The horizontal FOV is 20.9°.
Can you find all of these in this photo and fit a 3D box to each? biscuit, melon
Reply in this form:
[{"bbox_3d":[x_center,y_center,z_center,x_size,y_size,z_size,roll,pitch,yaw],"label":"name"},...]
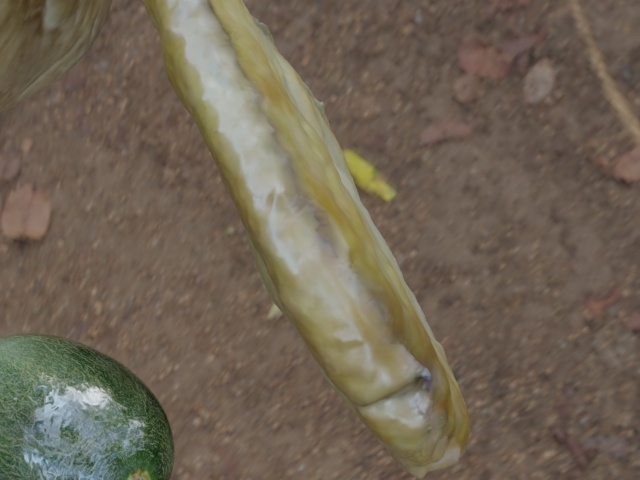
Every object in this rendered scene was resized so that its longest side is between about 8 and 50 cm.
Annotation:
[{"bbox_3d":[-0.001,0.001,1.480,0.104,0.429,0.446,-27,71,4],"label":"biscuit"},{"bbox_3d":[-0.148,0.113,0.985,0.167,0.114,0.114,19,56,39],"label":"melon"}]

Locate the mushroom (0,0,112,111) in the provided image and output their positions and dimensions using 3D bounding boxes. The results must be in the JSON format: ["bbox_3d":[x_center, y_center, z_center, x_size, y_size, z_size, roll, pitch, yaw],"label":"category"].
[{"bbox_3d":[-0.163,-0.159,0.531,0.146,0.278,0.278,-32,77,20],"label":"mushroom"}]
